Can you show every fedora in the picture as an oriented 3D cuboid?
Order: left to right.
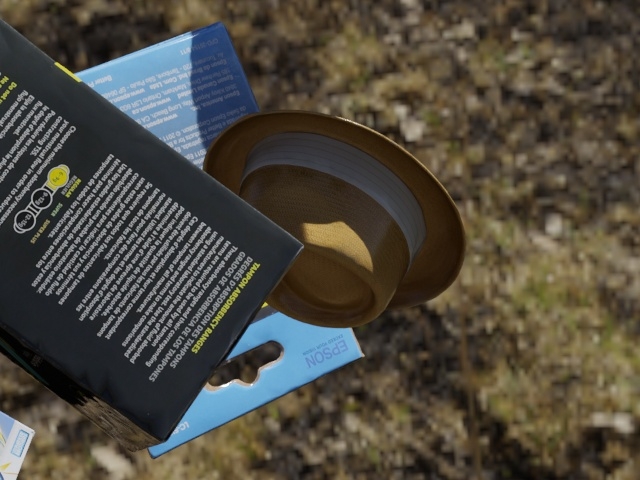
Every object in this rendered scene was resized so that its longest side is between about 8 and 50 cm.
[{"bbox_3d":[0.000,0.000,1.203,0.194,0.194,0.079,7,47,19],"label":"fedora"}]

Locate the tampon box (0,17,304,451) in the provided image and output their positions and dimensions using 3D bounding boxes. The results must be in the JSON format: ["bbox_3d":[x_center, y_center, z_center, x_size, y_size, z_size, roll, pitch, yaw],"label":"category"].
[{"bbox_3d":[-0.107,0.002,0.753,0.161,0.120,0.101,37,77,-5],"label":"tampon box"}]

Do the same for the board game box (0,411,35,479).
[{"bbox_3d":[-0.285,0.185,1.180,0.035,0.136,0.201,-26,39,47],"label":"board game box"}]

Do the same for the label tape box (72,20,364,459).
[{"bbox_3d":[-0.139,0.001,1.598,0.240,0.334,0.106,-23,2,-30],"label":"label tape box"}]
